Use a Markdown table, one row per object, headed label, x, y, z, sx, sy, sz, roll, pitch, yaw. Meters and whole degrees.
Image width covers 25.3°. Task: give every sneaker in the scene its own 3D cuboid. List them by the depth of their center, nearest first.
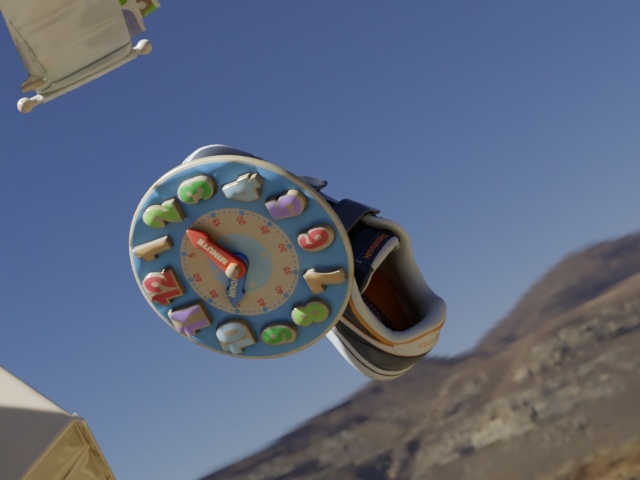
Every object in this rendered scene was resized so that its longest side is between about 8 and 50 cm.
| label | x | y | z | sx | sy | sz | roll | pitch | yaw |
| --- | --- | --- | --- | --- | --- | --- | --- | --- | --- |
| sneaker | 0.000 | 0.000 | 1.459 | 0.126 | 0.321 | 0.127 | -51 | 3 | -36 |

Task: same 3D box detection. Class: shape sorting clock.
| label | x | y | z | sx | sy | sz | roll | pitch | yaw |
| --- | --- | --- | --- | --- | --- | --- | --- | --- | --- |
| shape sorting clock | -0.072 | 0.020 | 1.269 | 0.206 | 0.206 | 0.040 | -31 | 17 | 30 |

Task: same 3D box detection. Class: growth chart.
| label | x | y | z | sx | sy | sz | roll | pitch | yaw |
| --- | --- | --- | --- | --- | --- | --- | --- | --- | --- |
| growth chart | -0.225 | -0.220 | 1.347 | 0.172 | 0.021 | 0.237 | -26 | -26 | -14 |

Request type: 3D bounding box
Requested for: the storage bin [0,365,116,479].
| label | x | y | z | sx | sy | sz | roll | pitch | yaw |
| --- | --- | --- | --- | --- | --- | --- | --- | --- | --- |
| storage bin | -0.346 | 0.209 | 1.431 | 0.123 | 0.262 | 0.260 | -51 | -23 | -23 |
